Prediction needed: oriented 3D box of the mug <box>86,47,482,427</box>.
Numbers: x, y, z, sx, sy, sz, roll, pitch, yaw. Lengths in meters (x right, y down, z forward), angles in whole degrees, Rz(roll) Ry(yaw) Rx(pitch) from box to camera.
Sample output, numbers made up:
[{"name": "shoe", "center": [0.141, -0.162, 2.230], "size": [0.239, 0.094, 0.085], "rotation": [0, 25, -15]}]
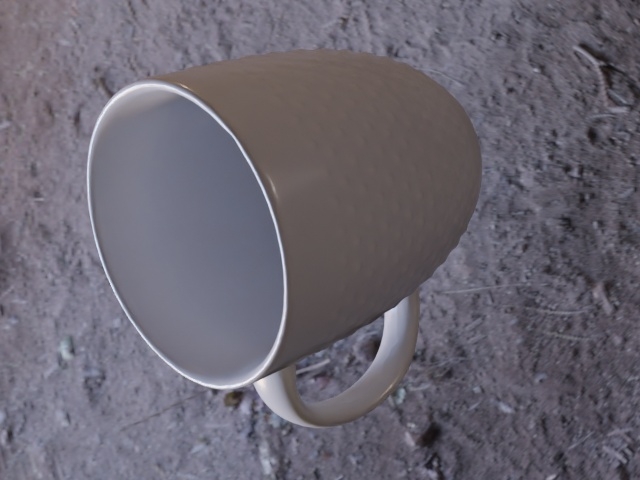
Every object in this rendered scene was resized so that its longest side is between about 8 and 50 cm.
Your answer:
[{"name": "mug", "center": [0.000, 0.000, 0.927], "size": [0.276, 0.328, 0.374], "rotation": [4, 109, 46]}]
